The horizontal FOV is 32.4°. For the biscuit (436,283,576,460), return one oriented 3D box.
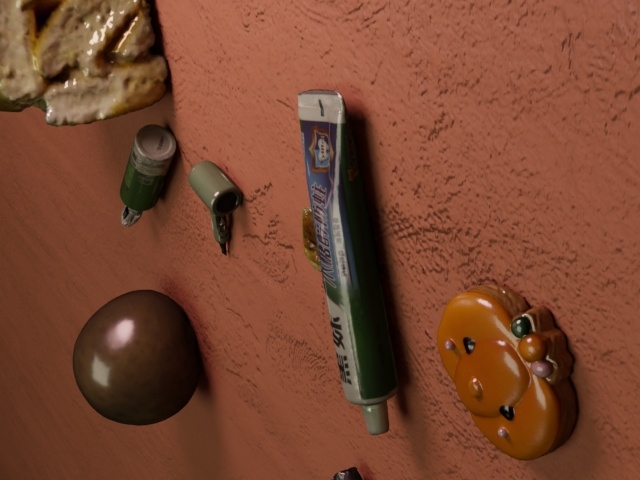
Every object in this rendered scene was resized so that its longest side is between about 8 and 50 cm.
[{"bbox_3d":[0.167,0.122,1.015,0.170,0.050,0.170,40,141,42],"label":"biscuit"}]

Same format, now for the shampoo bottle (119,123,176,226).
[{"bbox_3d":[-0.262,-0.091,1.632,0.065,0.065,0.204,61,151,16],"label":"shampoo bottle"}]

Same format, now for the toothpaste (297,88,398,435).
[{"bbox_3d":[0.031,0.031,1.188,0.099,0.061,0.392,15,120,60],"label":"toothpaste"}]

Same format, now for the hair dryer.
[{"bbox_3d":[-0.135,-0.034,1.480,0.071,0.047,0.150,49,157,38],"label":"hair dryer"}]

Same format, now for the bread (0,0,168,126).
[{"bbox_3d":[-0.392,-0.346,1.488,0.239,0.264,0.395,30,135,56],"label":"bread"}]

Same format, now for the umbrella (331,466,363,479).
[{"bbox_3d":[0.096,0.433,1.320,0.340,0.118,0.118,65,153,22],"label":"umbrella"}]

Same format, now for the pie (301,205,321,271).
[{"bbox_3d":[0.000,0.000,1.268,0.084,0.020,0.084,40,140,44],"label":"pie"}]

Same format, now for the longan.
[{"bbox_3d":[-0.292,0.186,1.740,0.196,0.196,0.220,30,130,51],"label":"longan"}]
